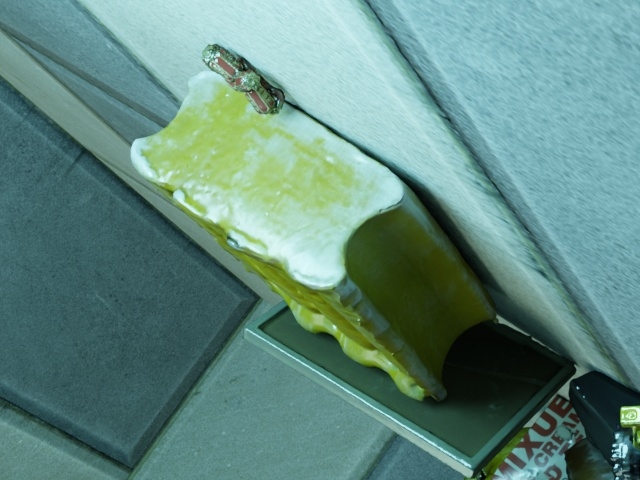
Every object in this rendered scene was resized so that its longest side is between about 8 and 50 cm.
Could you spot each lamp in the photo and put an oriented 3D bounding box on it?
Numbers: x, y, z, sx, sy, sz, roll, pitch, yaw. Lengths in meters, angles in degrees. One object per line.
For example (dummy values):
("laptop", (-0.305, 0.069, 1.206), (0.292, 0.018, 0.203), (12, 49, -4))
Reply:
("lamp", (-0.075, -0.152, 1.293), (0.083, 0.031, 0.063), (36, 173, 32))

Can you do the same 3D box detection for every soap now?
("soap", (0.000, 0.000, 1.435), (0.293, 0.156, 0.335), (36, 175, 33))

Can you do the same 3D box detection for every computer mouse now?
("computer mouse", (0.361, 0.228, 1.515), (0.264, 0.088, 0.147), (33, 171, 49))

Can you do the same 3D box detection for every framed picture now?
("framed picture", (0.103, 0.125, 1.588), (0.315, 0.232, 0.024), (29, 131, 26))

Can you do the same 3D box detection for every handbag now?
("handbag", (0.387, 0.359, 1.923), (0.298, 0.171, 0.151), (36, 175, -9))

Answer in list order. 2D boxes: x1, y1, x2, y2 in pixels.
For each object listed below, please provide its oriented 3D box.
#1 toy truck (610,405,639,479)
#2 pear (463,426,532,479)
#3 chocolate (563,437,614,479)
("toy truck", (0.324, 0.162, 1.097), (0.136, 0.111, 0.286), (-4, 159, 30))
("pear", (0.336, 0.429, 2.128), (0.304, 0.304, 0.304), (36, 174, 5))
("chocolate", (0.395, 0.322, 1.636), (0.254, 0.080, 0.157), (45, -163, -14))
